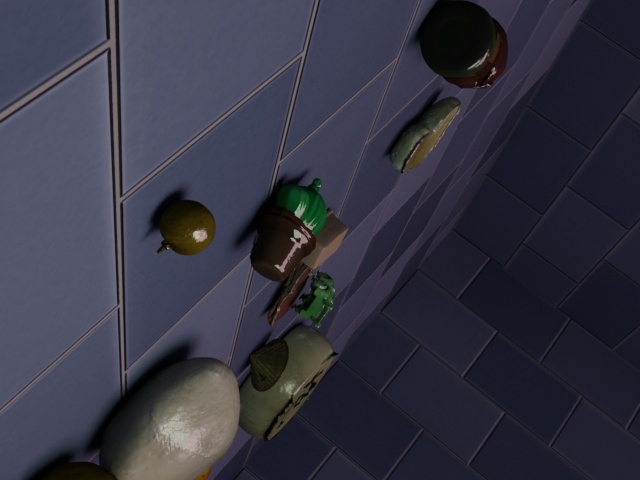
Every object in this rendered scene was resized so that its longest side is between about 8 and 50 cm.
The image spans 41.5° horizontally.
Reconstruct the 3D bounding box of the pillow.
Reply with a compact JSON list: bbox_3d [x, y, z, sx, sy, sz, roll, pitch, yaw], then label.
[{"bbox_3d":[-0.049,0.090,1.902,0.126,0.043,0.232,-41,164,-55],"label":"pillow"}]

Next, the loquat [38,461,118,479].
[{"bbox_3d":[-0.384,0.423,1.336,0.152,0.152,0.195,-50,169,-7],"label":"loquat"}]

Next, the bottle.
[{"bbox_3d":[0.273,-0.360,1.561,0.271,0.143,0.156,-14,102,-68],"label":"bottle"}]

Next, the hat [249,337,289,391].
[{"bbox_3d":[-0.151,0.299,2.115,0.146,0.067,0.146,-36,-144,33],"label":"hat"}]

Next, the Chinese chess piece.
[{"bbox_3d":[-0.101,0.406,2.403,0.349,0.146,0.349,-49,169,-13],"label":"Chinese chess piece"}]

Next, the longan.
[{"bbox_3d":[-0.172,-0.012,1.052,0.083,0.075,0.075,-39,167,-9],"label":"longan"}]

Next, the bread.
[{"bbox_3d":[0.235,-0.239,1.948,0.232,0.064,0.172,-46,168,-18],"label":"bread"}]

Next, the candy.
[{"bbox_3d":[-0.252,0.332,1.503,0.295,0.185,0.295,-46,172,-8],"label":"candy"}]

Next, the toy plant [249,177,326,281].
[{"bbox_3d":[-0.049,-0.033,1.407,0.143,0.105,0.200,69,41,-61],"label":"toy plant"}]

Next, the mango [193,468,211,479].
[{"bbox_3d":[-0.321,0.469,1.729,0.287,0.152,0.201,-49,-159,37],"label":"mango"}]

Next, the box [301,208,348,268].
[{"bbox_3d":[0.000,0.000,1.768,0.122,0.062,0.089,-41,164,-46],"label":"box"}]

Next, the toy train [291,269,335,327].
[{"bbox_3d":[-0.004,0.133,1.928,0.099,0.081,0.149,-56,176,19],"label":"toy train"}]
